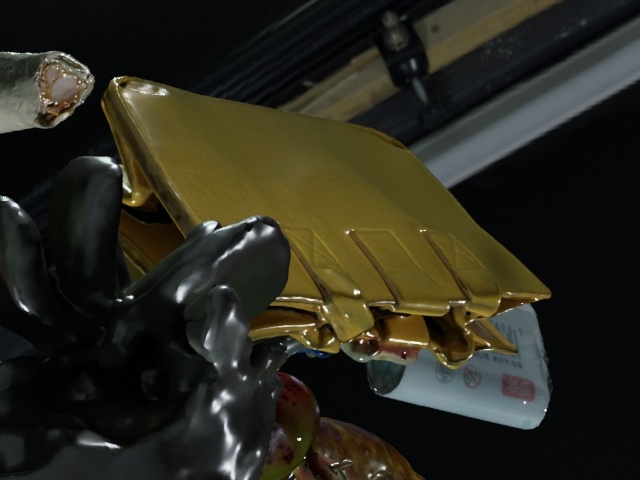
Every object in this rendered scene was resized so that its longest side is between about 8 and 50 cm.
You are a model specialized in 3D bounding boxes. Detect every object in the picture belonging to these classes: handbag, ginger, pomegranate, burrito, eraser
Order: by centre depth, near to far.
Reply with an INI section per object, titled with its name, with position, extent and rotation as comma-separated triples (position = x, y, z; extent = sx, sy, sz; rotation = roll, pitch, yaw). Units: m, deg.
[handbag]
position = 0.000, 0.000, 0.844
extent = 0.283, 0.401, 0.133
rotation = 45, -64, 38
[pomegranate]
position = -0.049, 0.212, 0.992
extent = 0.129, 0.129, 0.159
rotation = -42, -120, 1
[eraser]
position = 0.162, 0.122, 1.123
extent = 0.081, 0.227, 0.174
rotation = -41, -138, 42
[ginger]
position = -0.032, 0.319, 1.288
extent = 0.254, 0.418, 0.176
rotation = 9, -103, 51
[burrito]
position = -0.503, -0.230, 1.459
extent = 0.299, 0.105, 0.143
rotation = 2, -123, 29

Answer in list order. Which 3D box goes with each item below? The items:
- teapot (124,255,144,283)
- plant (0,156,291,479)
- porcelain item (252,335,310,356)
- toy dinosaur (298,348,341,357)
[teapot]
position = -0.200, -0.009, 1.343
extent = 0.175, 0.185, 0.268
rotation = -44, -110, 27
[plant]
position = -0.122, 0.103, 0.463
extent = 0.188, 0.199, 0.276
rotation = 14, -97, -1
[porcelain item]
position = -0.070, 0.093, 0.880
extent = 0.081, 0.215, 0.069
rotation = 22, -70, 41
[toy dinosaur]
position = 0.022, 0.137, 1.380
extent = 0.247, 0.188, 0.075
rotation = -6, -91, -22
